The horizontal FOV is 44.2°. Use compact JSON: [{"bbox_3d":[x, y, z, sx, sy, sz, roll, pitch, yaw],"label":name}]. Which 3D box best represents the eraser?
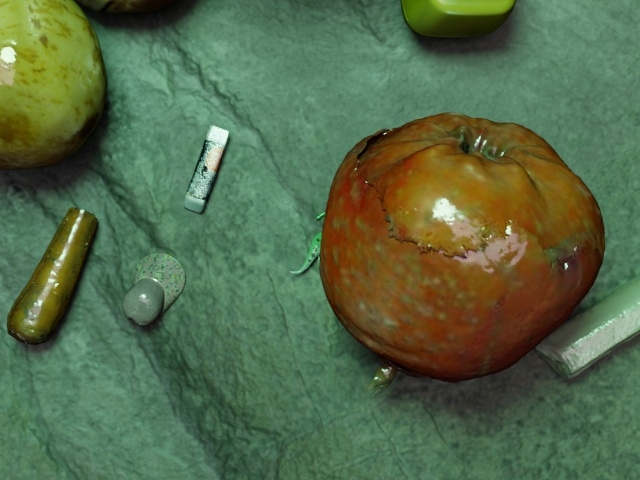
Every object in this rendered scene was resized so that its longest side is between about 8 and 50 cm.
[{"bbox_3d":[-0.130,-0.081,0.896,0.027,0.019,0.099,20,89,1],"label":"eraser"}]

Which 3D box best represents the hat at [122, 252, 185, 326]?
[{"bbox_3d":[-0.192,0.055,0.884,0.058,0.042,0.087,32,90,1],"label":"hat"}]

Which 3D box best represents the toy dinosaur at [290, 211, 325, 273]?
[{"bbox_3d":[0.000,0.000,0.893,0.083,0.021,0.062,-14,82,-3],"label":"toy dinosaur"}]

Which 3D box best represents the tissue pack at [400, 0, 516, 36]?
[{"bbox_3d":[0.144,-0.307,0.842,0.123,0.127,0.178,-1,90,-6],"label":"tissue pack"}]

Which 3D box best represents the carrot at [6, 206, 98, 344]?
[{"bbox_3d":[-0.298,0.040,0.885,0.055,0.055,0.161,25,83,1],"label":"carrot"}]

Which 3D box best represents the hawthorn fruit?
[{"bbox_3d":[0.117,0.030,0.784,0.276,0.276,0.307,25,116,1],"label":"hawthorn fruit"}]

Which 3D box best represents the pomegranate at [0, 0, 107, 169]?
[{"bbox_3d":[-0.330,-0.171,0.807,0.215,0.215,0.215,0,90,1],"label":"pomegranate"}]

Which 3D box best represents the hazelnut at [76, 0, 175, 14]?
[{"bbox_3d":[-0.213,-0.331,0.834,0.182,0.182,0.182,0,90,1],"label":"hazelnut"}]

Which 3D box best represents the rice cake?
[{"bbox_3d":[0.355,0.068,0.870,0.256,0.052,0.057,-33,86,1],"label":"rice cake"}]
